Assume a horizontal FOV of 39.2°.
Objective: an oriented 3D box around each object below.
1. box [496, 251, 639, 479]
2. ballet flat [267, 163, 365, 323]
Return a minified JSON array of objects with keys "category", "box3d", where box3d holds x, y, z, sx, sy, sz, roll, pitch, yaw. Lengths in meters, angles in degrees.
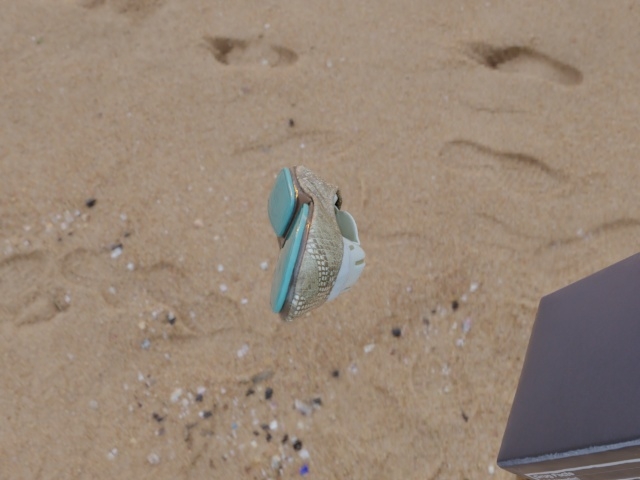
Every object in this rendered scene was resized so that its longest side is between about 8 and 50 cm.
[{"category":"box","box3d":[0.351,0.137,0.704,0.294,0.296,0.183,25,65,-11]},{"category":"ballet flat","box3d":[0.000,0.000,0.655,0.067,0.073,0.206,20,26,-12]}]
